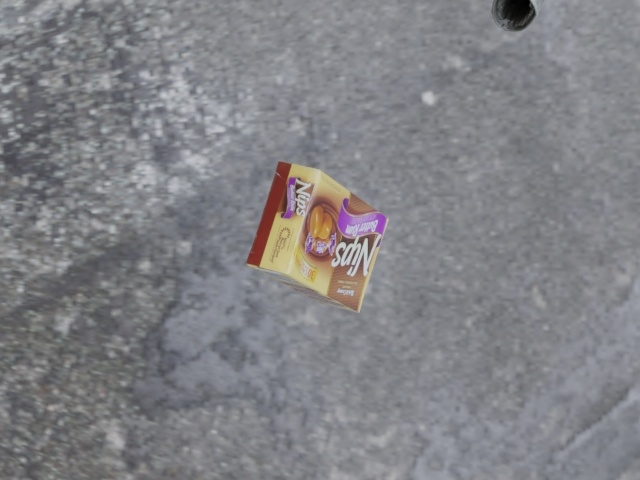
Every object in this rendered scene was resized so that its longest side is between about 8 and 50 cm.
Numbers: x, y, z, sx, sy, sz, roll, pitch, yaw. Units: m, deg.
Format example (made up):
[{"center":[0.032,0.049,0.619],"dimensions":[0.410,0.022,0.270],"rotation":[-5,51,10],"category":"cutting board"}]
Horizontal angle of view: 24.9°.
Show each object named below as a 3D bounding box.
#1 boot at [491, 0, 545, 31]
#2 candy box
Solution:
[{"center":[0.275,-0.371,1.720],"dimensions":[0.076,0.189,0.208],"rotation":[30,69,12],"category":"boot"},{"center":[0.000,0.000,1.459],"dimensions":[0.187,0.053,0.109],"rotation":[32,74,-61],"category":"candy box"}]
